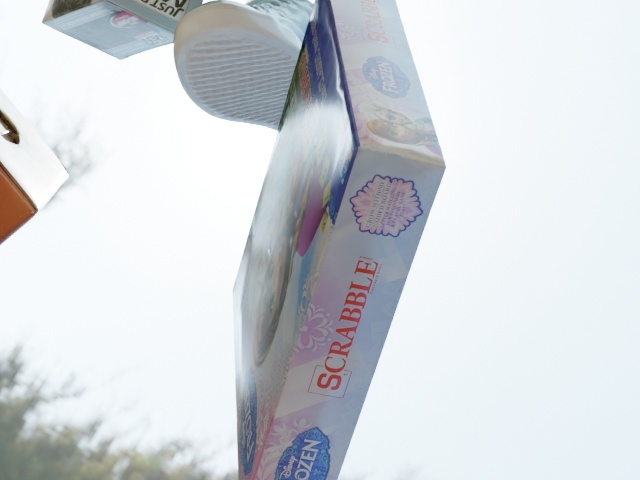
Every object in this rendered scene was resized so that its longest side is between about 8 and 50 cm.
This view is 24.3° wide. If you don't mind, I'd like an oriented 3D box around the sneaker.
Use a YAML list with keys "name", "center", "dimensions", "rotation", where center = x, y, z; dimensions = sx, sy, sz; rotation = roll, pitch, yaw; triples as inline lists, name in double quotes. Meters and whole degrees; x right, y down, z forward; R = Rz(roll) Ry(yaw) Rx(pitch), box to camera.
- name: "sneaker"
  center: [-0.067, -0.216, 1.624]
  dimensions: [0.135, 0.366, 0.150]
  rotation: [-25, -107, 16]

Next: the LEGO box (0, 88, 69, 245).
- name: "LEGO box"
  center: [-0.474, -0.009, 1.547]
  dimensions: [0.372, 0.193, 0.500]
  rotation: [-39, -171, 0]

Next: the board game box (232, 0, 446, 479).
- name: "board game box"
  center: [0.000, 0.000, 1.144]
  dimensions: [0.318, 0.066, 0.318]
  rotation: [-98, -158, -60]

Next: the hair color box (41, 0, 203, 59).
- name: "hair color box"
  center: [-0.177, -0.405, 1.685]
  dimensions: [0.185, 0.114, 0.374]
  rotation: [-2, -111, 59]
